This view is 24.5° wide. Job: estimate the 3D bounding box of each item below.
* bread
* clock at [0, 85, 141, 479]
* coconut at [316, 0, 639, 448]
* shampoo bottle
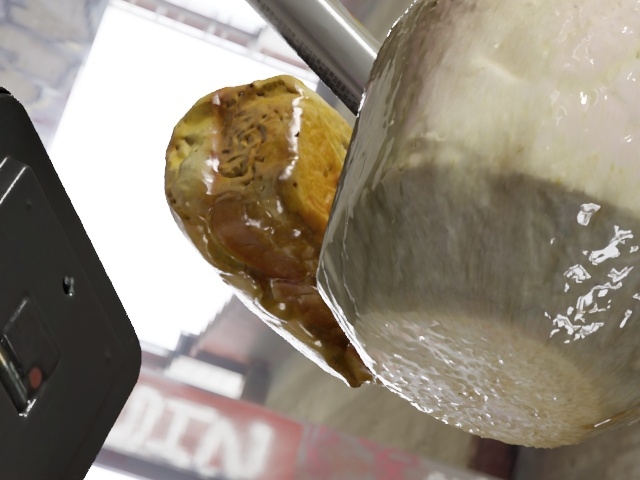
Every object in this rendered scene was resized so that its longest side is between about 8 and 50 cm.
[{"bbox_3d":[-0.005,0.004,1.383,0.149,0.344,0.195,-15,-131,29],"label":"bread"},{"bbox_3d":[-0.217,0.075,0.991,0.273,0.049,0.279,-67,145,-44],"label":"clock"},{"bbox_3d":[0.152,-0.037,0.949,0.329,0.329,0.328,-160,-90,-78],"label":"coconut"},{"bbox_3d":[0.023,-0.145,1.183,0.056,0.227,0.086,-44,175,2],"label":"shampoo bottle"}]
